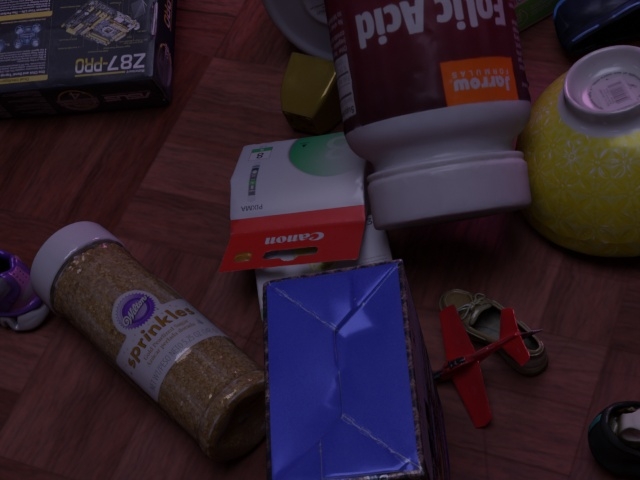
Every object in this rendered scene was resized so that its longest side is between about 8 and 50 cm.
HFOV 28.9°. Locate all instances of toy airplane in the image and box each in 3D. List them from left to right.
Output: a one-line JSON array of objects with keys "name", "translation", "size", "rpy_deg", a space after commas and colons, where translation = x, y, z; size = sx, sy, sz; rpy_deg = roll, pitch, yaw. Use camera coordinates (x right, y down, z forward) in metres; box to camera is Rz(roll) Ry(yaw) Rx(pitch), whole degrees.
[{"name": "toy airplane", "translation": [0.180, 0.131, 1.394], "size": [0.151, 0.028, 0.151], "rpy_deg": [-11, 70, 32]}]

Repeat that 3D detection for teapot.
[{"name": "teapot", "translation": [0.045, -0.376, 1.718], "size": [0.256, 0.252, 0.187], "rpy_deg": [23, 51, 15]}]

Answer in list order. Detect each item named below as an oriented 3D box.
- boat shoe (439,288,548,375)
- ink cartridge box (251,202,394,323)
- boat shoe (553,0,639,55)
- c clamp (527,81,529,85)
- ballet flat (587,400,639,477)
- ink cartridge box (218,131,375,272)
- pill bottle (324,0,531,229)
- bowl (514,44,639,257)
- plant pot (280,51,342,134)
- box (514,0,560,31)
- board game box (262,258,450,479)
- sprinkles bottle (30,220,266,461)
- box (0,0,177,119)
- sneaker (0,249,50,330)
[{"name": "boat shoe", "translation": [0.199, 0.097, 1.435], "size": [0.056, 0.048, 0.153], "rpy_deg": [-39, 55, -16]}, {"name": "ink cartridge box", "translation": [0.000, 0.000, 1.553], "size": [0.171, 0.056, 0.235], "rpy_deg": [-13, 54, 4]}, {"name": "boat shoe", "translation": [0.446, -0.299, 1.653], "size": [0.258, 0.109, 0.089], "rpy_deg": [-16, 58, 22]}, {"name": "c clamp", "translation": [0.221, -0.180, 1.656], "size": [0.137, 0.022, 0.160], "rpy_deg": [21, 63, 32]}, {"name": "ballet flat", "translation": [0.416, 0.212, 1.268], "size": [0.281, 0.096, 0.095], "rpy_deg": [2, 54, 14]}, {"name": "ink cartridge box", "translation": [-0.029, -0.053, 1.550], "size": [0.181, 0.056, 0.224], "rpy_deg": [-6, 33, 15]}, {"name": "pill bottle", "translation": [0.126, -0.218, 1.465], "size": [0.224, 0.224, 0.392], "rpy_deg": [-9, 88, 7]}, {"name": "bowl", "translation": [0.359, -0.136, 1.476], "size": [0.290, 0.156, 0.289], "rpy_deg": [-13, 47, 14]}, {"name": "plant pot", "translation": [-0.011, -0.193, 1.684], "size": [0.082, 0.081, 0.083], "rpy_deg": [17, 70, 24]}, {"name": "box", "translation": [0.283, -0.437, 1.761], "size": [0.262, 0.126, 0.231], "rpy_deg": [-30, 54, -10]}, {"name": "board game box", "translation": [0.046, 0.201, 1.241], "size": [0.141, 0.291, 0.232], "rpy_deg": [-9, 52, 8]}, {"name": "sprinkles bottle", "translation": [-0.199, 0.113, 1.473], "size": [0.121, 0.121, 0.355], "rpy_deg": [-42, 56, -18]}, {"name": "box", "translation": [-0.410, -0.342, 1.831], "size": [0.395, 0.097, 0.318], "rpy_deg": [-4, 67, 11]}, {"name": "sneaker", "translation": [-0.459, 0.042, 1.598], "size": [0.237, 0.104, 0.095], "rpy_deg": [8, 58, 20]}]
